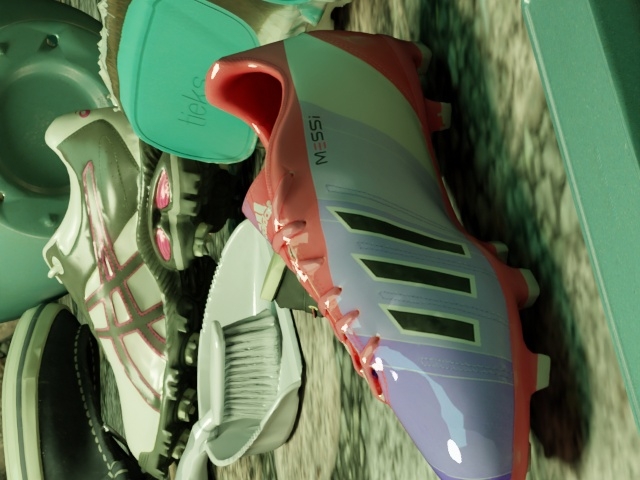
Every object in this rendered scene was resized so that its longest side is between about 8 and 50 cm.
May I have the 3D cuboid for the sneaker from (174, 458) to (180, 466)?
[{"bbox_3d":[-0.108,0.147,1.619,0.035,0.031,0.083,78,-174,-68],"label":"sneaker"}]

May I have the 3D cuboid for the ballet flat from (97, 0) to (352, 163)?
[{"bbox_3d":[-0.042,-0.163,0.943,0.409,0.147,0.147,121,143,-71],"label":"ballet flat"}]

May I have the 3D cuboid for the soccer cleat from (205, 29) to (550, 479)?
[{"bbox_3d":[0.019,0.006,0.770,0.248,0.095,0.083,-106,16,-45],"label":"soccer cleat"}]

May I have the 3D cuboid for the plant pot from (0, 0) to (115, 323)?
[{"bbox_3d":[-0.265,-0.078,1.704,0.235,0.293,0.293,-11,84,63],"label":"plant pot"}]

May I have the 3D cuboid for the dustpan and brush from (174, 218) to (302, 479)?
[{"bbox_3d":[-0.061,0.105,1.275,0.211,0.060,0.147,97,163,-44],"label":"dustpan and brush"}]

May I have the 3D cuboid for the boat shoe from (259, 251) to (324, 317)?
[{"bbox_3d":[0.001,-0.002,0.998,0.133,0.042,0.049,110,178,-62],"label":"boat shoe"}]

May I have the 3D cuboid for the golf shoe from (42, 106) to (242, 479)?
[{"bbox_3d":[-0.122,0.032,1.352,0.105,0.120,0.273,-53,-29,-59],"label":"golf shoe"}]

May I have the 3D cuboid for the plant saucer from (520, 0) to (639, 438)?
[{"bbox_3d":[0.092,-0.019,0.601,0.067,0.018,0.192,104,159,-57],"label":"plant saucer"}]

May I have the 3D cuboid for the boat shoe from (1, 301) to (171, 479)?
[{"bbox_3d":[-0.163,0.252,1.592,0.187,0.156,0.500,85,172,-47],"label":"boat shoe"}]
